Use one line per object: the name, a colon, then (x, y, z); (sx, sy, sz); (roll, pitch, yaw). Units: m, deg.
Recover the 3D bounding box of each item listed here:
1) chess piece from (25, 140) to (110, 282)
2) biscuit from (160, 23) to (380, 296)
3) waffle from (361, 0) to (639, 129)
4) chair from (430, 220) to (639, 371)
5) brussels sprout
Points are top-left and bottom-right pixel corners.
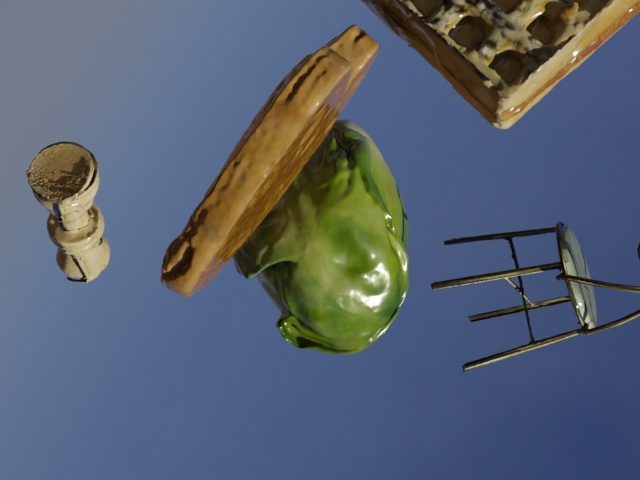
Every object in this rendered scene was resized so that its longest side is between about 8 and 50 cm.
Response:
chess piece: (-0.208, -0.014, 1.252); (0.172, 0.060, 0.060); (92, 20, -60)
biscuit: (-0.052, -0.095, 1.579); (0.351, 0.057, 0.312); (-55, 178, 41)
waffle: (0.238, -0.327, 1.584); (0.376, 0.261, 0.114); (-41, 166, -9)
chair: (0.316, 0.053, 1.834); (0.325, 0.160, 0.170); (-15, -156, 18)
brussels sprout: (0.002, 0.000, 1.863); (0.259, 0.227, 0.294); (91, -12, -87)
